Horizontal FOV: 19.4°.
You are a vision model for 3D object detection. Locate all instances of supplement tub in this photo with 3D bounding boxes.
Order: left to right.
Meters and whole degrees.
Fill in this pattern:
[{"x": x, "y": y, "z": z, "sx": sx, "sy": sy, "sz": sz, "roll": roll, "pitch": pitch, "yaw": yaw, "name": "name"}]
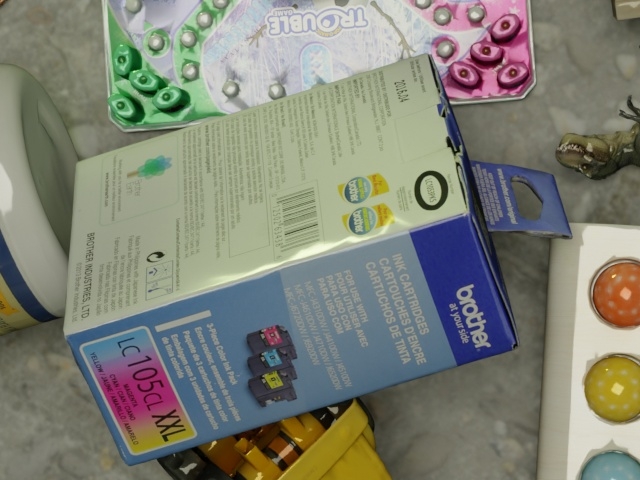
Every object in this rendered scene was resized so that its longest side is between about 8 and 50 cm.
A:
[{"x": -0.372, "y": -0.006, "z": 1.616, "sx": 0.316, "sy": 0.228, "sz": 0.228, "roll": -17, "pitch": 85, "yaw": 6, "name": "supplement tub"}]

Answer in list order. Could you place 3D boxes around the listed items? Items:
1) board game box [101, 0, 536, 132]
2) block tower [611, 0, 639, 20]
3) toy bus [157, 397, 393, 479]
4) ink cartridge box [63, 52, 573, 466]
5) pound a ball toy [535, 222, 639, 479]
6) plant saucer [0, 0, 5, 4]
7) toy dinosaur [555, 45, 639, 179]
[{"x": -0.015, "y": -0.306, "z": 1.676, "sx": 0.389, "sy": 0.050, "sz": 0.390, "roll": -4, "pitch": 86, "yaw": 7, "name": "board game box"}, {"x": 0.266, "y": -0.362, "z": 1.578, "sx": 0.091, "sy": 0.097, "sz": 0.336, "roll": -9, "pitch": 103, "yaw": 6, "name": "block tower"}, {"x": -0.010, "y": 0.214, "z": 1.598, "sx": 0.149, "sy": 0.220, "sz": 0.211, "roll": -45, "pitch": 115, "yaw": -12, "name": "toy bus"}, {"x": 0.000, "y": 0.000, "z": 1.539, "sx": 0.395, "sy": 0.270, "sz": 0.151, "roll": -18, "pitch": 123, "yaw": 7, "name": "ink cartridge box"}, {"x": 0.291, "y": 0.103, "z": 1.574, "sx": 0.208, "sy": 0.136, "sz": 0.319, "roll": 4, "pitch": 88, "yaw": 8, "name": "pound a ball toy"}, {"x": -0.320, "y": -0.250, "z": 1.730, "sx": 0.083, "sy": 0.013, "sz": 0.084, "roll": 0, "pitch": 87, "yaw": 7, "name": "plant saucer"}, {"x": 0.335, "y": -0.116, "z": 1.620, "sx": 0.268, "sy": 0.064, "sz": 0.118, "roll": -3, "pitch": 93, "yaw": 5, "name": "toy dinosaur"}]
